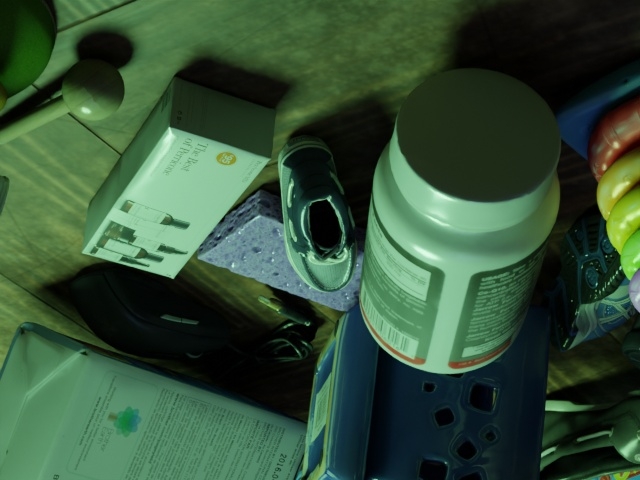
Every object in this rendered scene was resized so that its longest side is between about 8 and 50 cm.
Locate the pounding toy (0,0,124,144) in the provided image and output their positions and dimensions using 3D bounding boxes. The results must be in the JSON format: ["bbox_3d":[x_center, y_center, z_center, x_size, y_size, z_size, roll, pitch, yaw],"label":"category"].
[{"bbox_3d":[-0.294,-0.126,1.312,0.183,0.110,0.237,-21,141,34],"label":"pounding toy"}]

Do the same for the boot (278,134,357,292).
[{"bbox_3d":[0.000,0.000,1.476,0.069,0.086,0.190,-16,134,0],"label":"boot"}]

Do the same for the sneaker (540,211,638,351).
[{"bbox_3d":[0.281,0.032,1.576,0.081,0.080,0.211,-11,153,-18],"label":"sneaker"}]

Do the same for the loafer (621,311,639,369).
[{"bbox_3d":[0.398,0.123,1.692,0.096,0.084,0.267,9,164,34],"label":"loafer"}]

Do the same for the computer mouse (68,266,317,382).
[{"bbox_3d":[-0.129,0.094,1.707,0.184,0.060,0.262,-22,141,36],"label":"computer mouse"}]

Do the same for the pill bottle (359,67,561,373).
[{"bbox_3d":[0.122,-0.014,1.414,0.161,0.161,0.283,4,148,-1],"label":"pill bottle"}]

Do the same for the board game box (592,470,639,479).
[{"bbox_3d":[0.470,0.322,2.007,0.308,0.086,0.302,25,142,-32],"label":"board game box"}]

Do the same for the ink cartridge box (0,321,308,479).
[{"bbox_3d":[-0.185,0.277,1.764,0.395,0.270,0.151,24,177,-39],"label":"ink cartridge box"}]

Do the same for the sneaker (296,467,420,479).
[{"bbox_3d":[0.056,0.324,2.050,0.188,0.078,0.067,-7,147,15],"label":"sneaker"}]

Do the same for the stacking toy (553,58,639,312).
[{"bbox_3d":[0.301,0.009,1.303,0.175,0.302,0.166,-25,139,36],"label":"stacking toy"}]

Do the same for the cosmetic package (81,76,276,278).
[{"bbox_3d":[-0.133,-0.050,1.471,0.099,0.060,0.239,15,147,-20],"label":"cosmetic package"}]

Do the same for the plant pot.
[{"bbox_3d":[0.099,0.191,1.656,0.212,0.236,0.236,9,159,-6],"label":"plant pot"}]

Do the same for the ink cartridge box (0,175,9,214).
[{"bbox_3d":[-0.497,-0.027,1.361,0.384,0.160,0.279,19,168,-26],"label":"ink cartridge box"}]

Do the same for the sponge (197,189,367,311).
[{"bbox_3d":[-0.003,0.018,1.600,0.210,0.031,0.117,20,146,-28],"label":"sponge"}]

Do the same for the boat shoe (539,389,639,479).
[{"bbox_3d":[0.337,0.225,1.759,0.112,0.095,0.335,22,163,-22],"label":"boat shoe"}]
